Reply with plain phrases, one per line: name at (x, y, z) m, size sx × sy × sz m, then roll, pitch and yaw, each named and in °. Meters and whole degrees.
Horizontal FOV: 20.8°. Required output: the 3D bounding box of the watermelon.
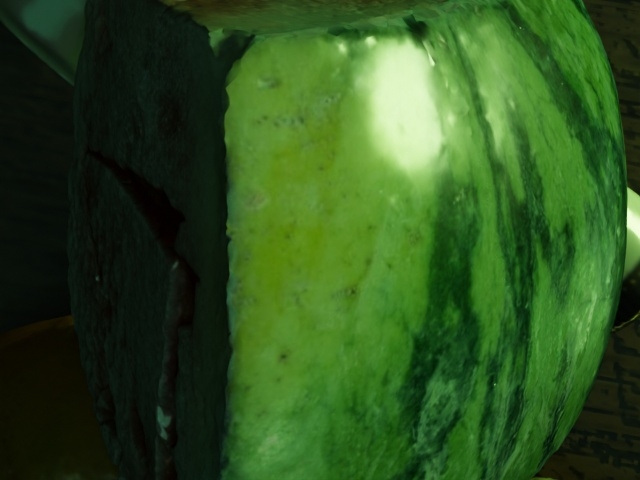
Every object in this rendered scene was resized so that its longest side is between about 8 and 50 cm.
watermelon at (0.000, 0.000, 0.672) m, size 0.201 × 0.262 × 0.212 m, roll 21°, pitch 117°, yaw 37°

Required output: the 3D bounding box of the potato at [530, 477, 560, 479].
potato at (0.112, 0.213, 0.793) m, size 0.117 × 0.090 × 0.225 m, roll -18°, pitch 103°, yaw -1°

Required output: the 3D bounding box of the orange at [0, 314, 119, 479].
orange at (-0.087, 0.148, 0.753) m, size 0.240 × 0.171 × 0.240 m, roll 0°, pitch 97°, yaw 4°

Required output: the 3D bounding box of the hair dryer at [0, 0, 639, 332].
hair dryer at (0.033, -0.079, 0.757) m, size 0.362 × 0.128 × 0.203 m, roll 44°, pitch 97°, yaw -10°
